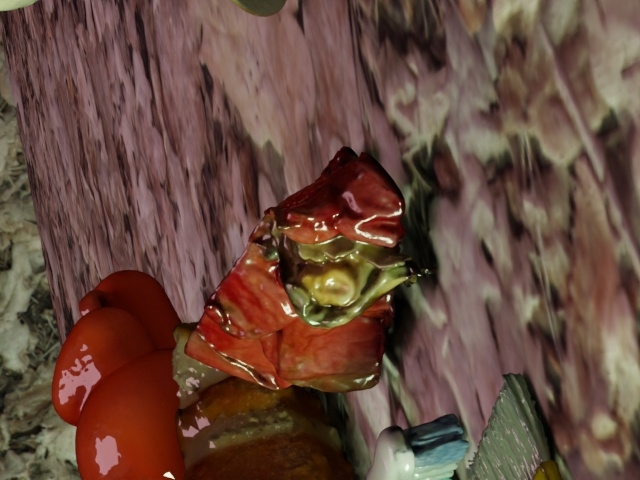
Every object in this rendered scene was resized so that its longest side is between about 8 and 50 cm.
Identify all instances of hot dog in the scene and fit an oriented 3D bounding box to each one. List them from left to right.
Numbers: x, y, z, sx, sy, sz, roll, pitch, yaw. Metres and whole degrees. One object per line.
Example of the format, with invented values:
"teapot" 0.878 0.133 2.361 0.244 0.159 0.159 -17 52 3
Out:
"hot dog" -0.027 0.141 0.934 0.146 0.103 0.213 63 -164 -59

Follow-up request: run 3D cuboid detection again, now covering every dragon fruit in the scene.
"dragon fruit" 0.014 0.014 0.784 0.092 0.122 0.192 38 154 3

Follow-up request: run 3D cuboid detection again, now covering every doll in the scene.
"doll" -0.095 0.137 1.080 0.130 0.161 0.290 -43 63 20

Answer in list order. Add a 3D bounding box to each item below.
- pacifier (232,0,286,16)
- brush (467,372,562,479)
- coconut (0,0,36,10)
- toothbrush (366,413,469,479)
"pacifier" -0.032 -0.162 0.844 0.064 0.068 0.083 -21 98 41
"brush" 0.102 0.157 0.617 0.083 0.011 0.205 102 152 -53
"coconut" -0.202 -0.265 1.005 0.241 0.241 0.241 170 90 -75
"toothbrush" 0.029 0.219 0.875 0.418 0.040 0.042 97 155 -49
